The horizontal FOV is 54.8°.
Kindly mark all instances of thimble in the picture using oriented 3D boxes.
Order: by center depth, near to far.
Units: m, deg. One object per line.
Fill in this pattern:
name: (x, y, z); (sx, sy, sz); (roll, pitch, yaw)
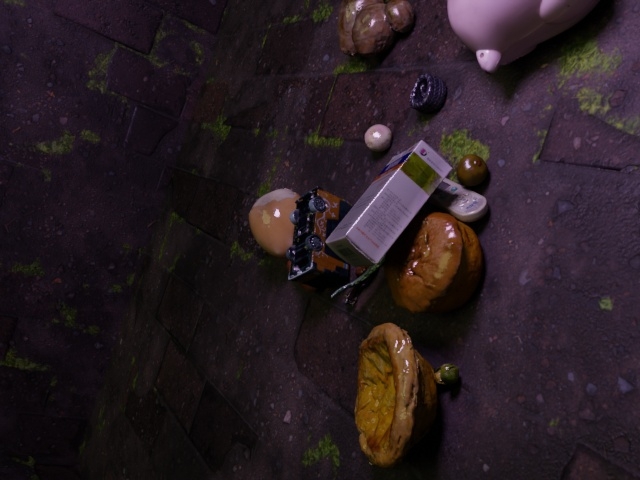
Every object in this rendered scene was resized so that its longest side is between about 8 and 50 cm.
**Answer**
thimble: (0.296, -0.405, 1.703); (0.095, 0.066, 0.104); (28, 98, 60)

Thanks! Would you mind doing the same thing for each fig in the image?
fig: (0.361, -0.163, 1.487); (0.088, 0.074, 0.074); (113, 157, -58)

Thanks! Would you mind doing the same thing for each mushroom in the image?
mushroom: (0.174, -0.304, 1.842); (0.083, 0.067, 0.084); (-4, 77, 19)

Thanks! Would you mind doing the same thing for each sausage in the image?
sausage: (-0.052, 0.104, 1.979); (0.077, 0.077, 0.194); (-65, 31, 11)

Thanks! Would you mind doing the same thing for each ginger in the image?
ginger: (0.167, -0.695, 1.981); (0.245, 0.155, 0.304); (-56, 43, 12)

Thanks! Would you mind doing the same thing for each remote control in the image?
remote control: (0.326, -0.101, 1.516); (0.078, 0.042, 0.221); (-35, 32, -9)

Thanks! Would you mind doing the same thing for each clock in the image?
clock: (0.446, -0.599, 1.398); (0.377, 0.250, 0.368); (-49, 39, 32)

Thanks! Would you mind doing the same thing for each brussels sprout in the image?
brussels sprout: (0.283, 0.304, 1.399); (0.046, 0.051, 0.083); (-49, -1, -19)

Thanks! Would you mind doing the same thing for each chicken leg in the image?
chicken leg: (0.122, 0.067, 1.755); (0.106, 0.051, 0.253); (14, 88, 64)

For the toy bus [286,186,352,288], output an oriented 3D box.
toy bus: (0.000, 0.000, 1.865); (0.138, 0.167, 0.275); (-29, 48, 47)

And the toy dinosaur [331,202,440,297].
toy dinosaur: (0.167, 0.007, 1.673); (0.383, 0.076, 0.129); (-44, 39, 25)

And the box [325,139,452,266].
box: (0.158, -0.082, 1.489); (0.299, 0.106, 0.200); (-52, 8, -11)

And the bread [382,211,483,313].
bread: (0.263, 0.057, 1.458); (0.268, 0.145, 0.268); (-36, 46, 49)

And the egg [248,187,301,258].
egg: (-0.134, -0.055, 2.063); (0.201, 0.201, 0.244); (-38, 55, 42)

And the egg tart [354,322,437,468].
egg tart: (0.174, 0.356, 1.430); (0.341, 0.129, 0.341); (-175, 90, -71)
